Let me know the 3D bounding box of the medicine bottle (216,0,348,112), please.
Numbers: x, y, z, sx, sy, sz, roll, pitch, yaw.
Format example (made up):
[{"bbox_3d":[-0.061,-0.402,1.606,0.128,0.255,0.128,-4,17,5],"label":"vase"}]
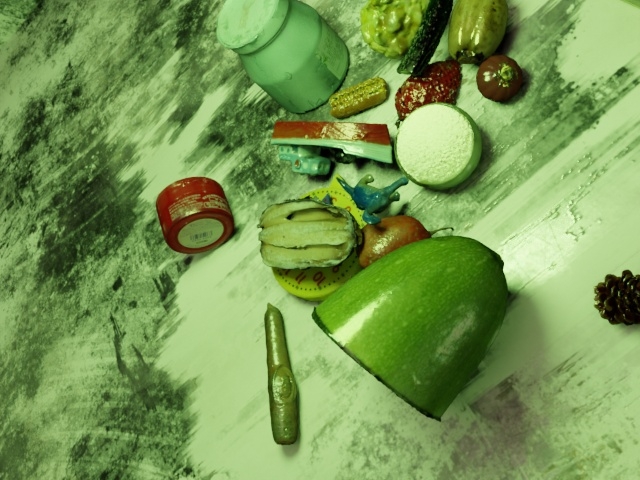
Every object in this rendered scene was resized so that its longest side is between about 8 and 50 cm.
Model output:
[{"bbox_3d":[-0.100,-0.498,1.649,0.245,0.290,0.244,-13,65,30],"label":"medicine bottle"}]

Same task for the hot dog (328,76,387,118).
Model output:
[{"bbox_3d":[0.096,-0.357,1.617,0.165,0.045,0.071,-16,62,30],"label":"hot dog"}]

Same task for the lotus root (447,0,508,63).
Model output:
[{"bbox_3d":[0.356,-0.495,1.452,0.125,0.118,0.220,17,78,4],"label":"lotus root"}]

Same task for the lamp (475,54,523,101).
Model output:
[{"bbox_3d":[0.385,-0.349,1.392,0.101,0.090,0.101,0,91,-7],"label":"lamp"}]

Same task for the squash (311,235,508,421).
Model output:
[{"bbox_3d":[0.191,0.112,1.178,0.308,0.310,0.310,-51,53,2],"label":"squash"}]

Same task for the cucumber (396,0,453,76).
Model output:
[{"bbox_3d":[0.247,-0.470,1.453,0.067,0.067,0.245,21,80,37],"label":"cucumber"}]

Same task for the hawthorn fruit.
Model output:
[{"bbox_3d":[0.178,0.009,1.357,0.204,0.162,0.162,-29,58,12],"label":"hawthorn fruit"}]

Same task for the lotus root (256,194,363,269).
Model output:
[{"bbox_3d":[-0.016,-0.017,1.442,0.329,0.078,0.167,3,96,48],"label":"lotus root"}]

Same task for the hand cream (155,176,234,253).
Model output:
[{"bbox_3d":[-0.330,-0.064,1.703,0.193,0.193,0.125,-35,55,19],"label":"hand cream"}]

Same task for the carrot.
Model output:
[{"bbox_3d":[-0.095,0.295,1.488,0.070,0.070,0.342,-23,59,25],"label":"carrot"}]

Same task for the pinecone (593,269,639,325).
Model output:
[{"bbox_3d":[0.536,0.097,1.116,0.109,0.102,0.102,-24,55,60],"label":"pinecone"}]

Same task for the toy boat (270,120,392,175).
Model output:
[{"bbox_3d":[0.035,-0.218,1.553,0.332,0.145,0.133,9,100,38],"label":"toy boat"}]

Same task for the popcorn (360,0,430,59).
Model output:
[{"bbox_3d":[0.182,-0.537,1.543,0.187,0.185,0.167,-35,65,-23],"label":"popcorn"}]

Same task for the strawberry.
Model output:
[{"bbox_3d":[0.240,-0.340,1.491,0.192,0.085,0.140,-27,57,21],"label":"strawberry"}]

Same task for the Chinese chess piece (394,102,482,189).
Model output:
[{"bbox_3d":[0.255,-0.204,1.407,0.189,0.083,0.188,-1,88,26],"label":"Chinese chess piece"}]

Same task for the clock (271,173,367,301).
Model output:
[{"bbox_3d":[-0.003,0.000,1.531,0.293,0.071,0.277,-50,53,8],"label":"clock"}]

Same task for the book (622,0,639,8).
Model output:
[{"bbox_3d":[0.709,-0.575,1.304,0.241,0.018,0.170,-50,54,9],"label":"book"}]

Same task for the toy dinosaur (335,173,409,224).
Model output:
[{"bbox_3d":[0.083,-0.088,1.414,0.248,0.188,0.075,17,124,43],"label":"toy dinosaur"}]
